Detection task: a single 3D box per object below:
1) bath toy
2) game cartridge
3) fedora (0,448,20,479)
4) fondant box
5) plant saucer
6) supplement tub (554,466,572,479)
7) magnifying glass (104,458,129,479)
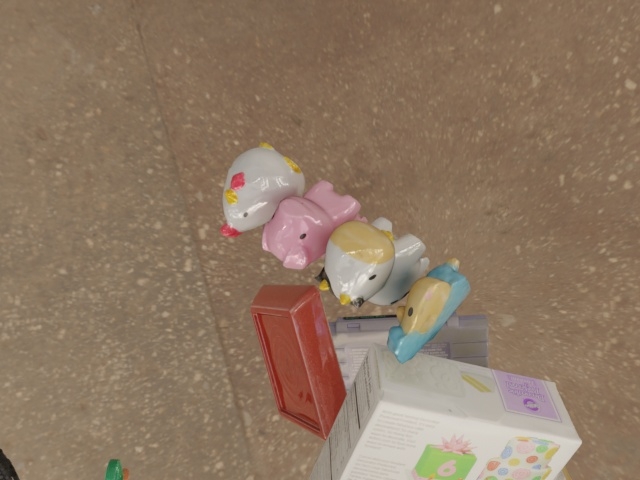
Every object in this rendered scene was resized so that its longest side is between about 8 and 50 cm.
[{"bbox_3d":[0.000,0.000,0.766,0.348,0.151,0.129,34,81,33],"label":"bath toy"},{"bbox_3d":[0.164,0.254,1.341,0.355,0.068,0.230,-3,115,7],"label":"game cartridge"},{"bbox_3d":[-0.247,0.318,0.505,0.334,0.152,0.334,-14,66,33],"label":"fedora"},{"bbox_3d":[0.124,0.296,0.807,0.238,0.096,0.330,14,123,-10],"label":"fondant box"},{"bbox_3d":[-0.040,0.202,1.069,0.048,0.258,0.259,-16,93,-24],"label":"plant saucer"},{"bbox_3d":[0.335,0.436,1.213,0.228,0.228,0.316,-27,109,6],"label":"supplement tub"},{"bbox_3d":[-0.465,0.544,1.491,0.026,0.231,0.092,2,74,-6],"label":"magnifying glass"}]
